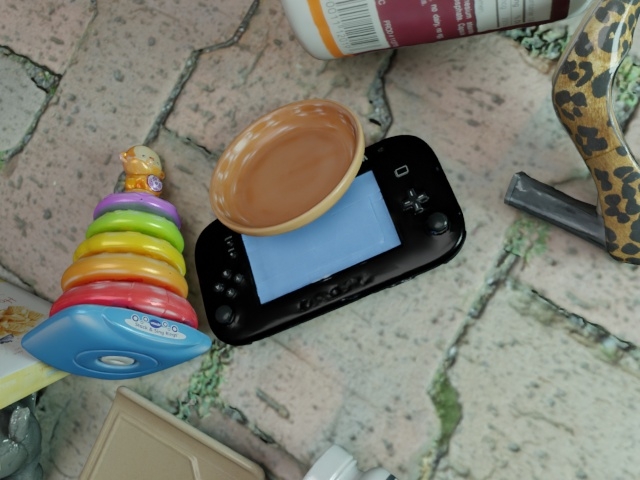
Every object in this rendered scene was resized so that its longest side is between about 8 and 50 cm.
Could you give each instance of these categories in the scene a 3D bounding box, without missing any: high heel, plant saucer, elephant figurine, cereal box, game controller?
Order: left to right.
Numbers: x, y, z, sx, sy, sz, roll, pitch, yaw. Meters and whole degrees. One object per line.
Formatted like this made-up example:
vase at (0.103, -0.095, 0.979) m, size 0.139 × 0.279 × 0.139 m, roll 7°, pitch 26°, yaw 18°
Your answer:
elephant figurine at (-0.459, 0.218, 0.742) m, size 0.186 × 0.169 × 0.239 m, roll -28°, pitch 53°, yaw -19°
cereal box at (-0.420, 0.116, 0.729) m, size 0.240 × 0.173 × 0.047 m, roll 18°, pitch 109°, yaw 20°
plant saucer at (-0.038, -0.084, 0.683) m, size 0.200 × 0.037 × 0.200 m, roll -15°, pitch 50°, yaw 19°
game controller at (0.000, 0.000, 0.673) m, size 0.319 × 0.067 × 0.166 m, roll -24°, pitch 73°, yaw 12°
high heel at (0.306, -0.109, 0.543) m, size 0.186 × 0.093 × 0.261 m, roll 29°, pitch 123°, yaw 25°

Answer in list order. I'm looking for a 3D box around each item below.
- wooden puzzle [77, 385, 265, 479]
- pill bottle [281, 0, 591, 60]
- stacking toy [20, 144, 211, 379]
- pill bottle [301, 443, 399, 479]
wooden puzzle at (-0.196, 0.324, 0.690) m, size 0.221 × 0.044 × 0.239 m, roll 23°, pitch 92°, yaw 20°
pill bottle at (0.160, -0.330, 0.600) m, size 0.392 × 0.224 × 0.224 m, roll -4°, pitch 78°, yaw 17°
stacking toy at (-0.229, 0.005, 0.713) m, size 0.165 × 0.175 × 0.302 m, roll -27°, pitch 52°, yaw 37°
pill bottle at (0.061, 0.293, 0.575) m, size 0.180 × 0.108 × 0.108 m, roll 34°, pitch 91°, yaw 21°
